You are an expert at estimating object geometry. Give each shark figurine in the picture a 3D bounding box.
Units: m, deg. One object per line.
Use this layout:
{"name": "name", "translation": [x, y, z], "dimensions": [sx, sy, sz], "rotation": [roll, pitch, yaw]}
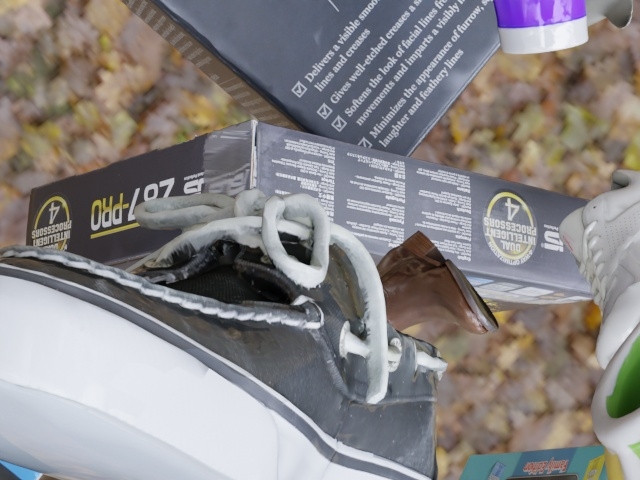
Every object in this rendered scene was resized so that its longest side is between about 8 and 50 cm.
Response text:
{"name": "shark figurine", "translation": [0.335, -0.306, 2.033], "dimensions": [0.166, 0.116, 0.278], "rotation": [3, 145, -9]}

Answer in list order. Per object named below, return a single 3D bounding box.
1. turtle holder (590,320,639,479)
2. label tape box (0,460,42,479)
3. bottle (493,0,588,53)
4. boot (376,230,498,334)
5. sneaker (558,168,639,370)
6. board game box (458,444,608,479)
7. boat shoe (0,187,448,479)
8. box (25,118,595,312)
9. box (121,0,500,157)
{"name": "turtle holder", "translation": [0.233, 0.125, 0.841], "dimensions": [0.227, 0.243, 0.320], "rotation": [39, 131, -8]}
{"name": "label tape box", "translation": [-0.313, 0.181, 1.101], "dimensions": [0.334, 0.240, 0.106], "rotation": [-46, 152, -21]}
{"name": "bottle", "translation": [0.149, -0.281, 1.302], "dimensions": [0.118, 0.092, 0.283], "rotation": [-14, 105, -19]}
{"name": "boot", "translation": [0.024, 0.052, 0.860], "dimensions": [0.114, 0.106, 0.037], "rotation": [-38, 111, -1]}
{"name": "sneaker", "translation": [0.232, 0.023, 1.370], "dimensions": [0.115, 0.232, 0.090], "rotation": [15, 127, 16]}
{"name": "board game box", "translation": [0.302, 0.293, 1.702], "dimensions": [0.253, 0.336, 0.079], "rotation": [33, 71, -14]}
{"name": "boat shoe", "translation": [-0.026, 0.036, 0.575], "dimensions": [0.306, 0.113, 0.105], "rotation": [32, 68, -59]}
{"name": "box", "translation": [0.000, 0.000, 1.506], "dimensions": [0.395, 0.318, 0.097], "rotation": [11, 74, -39]}
{"name": "box", "translation": [-0.016, -0.280, 1.733], "dimensions": [0.395, 0.212, 0.293], "rotation": [41, 86, -8]}
